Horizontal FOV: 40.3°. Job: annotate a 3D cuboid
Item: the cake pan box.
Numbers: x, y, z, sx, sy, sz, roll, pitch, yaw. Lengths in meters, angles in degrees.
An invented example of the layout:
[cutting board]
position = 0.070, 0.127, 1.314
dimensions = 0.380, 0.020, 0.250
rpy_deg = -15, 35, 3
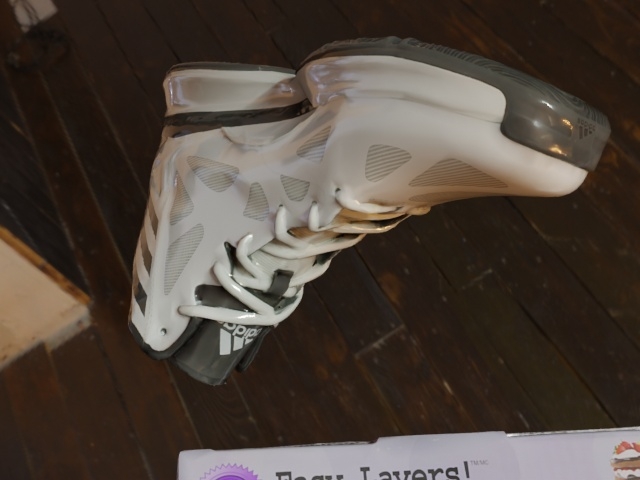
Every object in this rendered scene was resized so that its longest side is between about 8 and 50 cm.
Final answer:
[cake pan box]
position = 0.053, 0.186, 0.491
dimensions = 0.266, 0.246, 0.070
rpy_deg = -2, 52, -3

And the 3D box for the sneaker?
[sneaker]
position = 0.000, 0.000, 0.664
dimensions = 0.447, 0.169, 0.258
rpy_deg = 9, 85, 52
